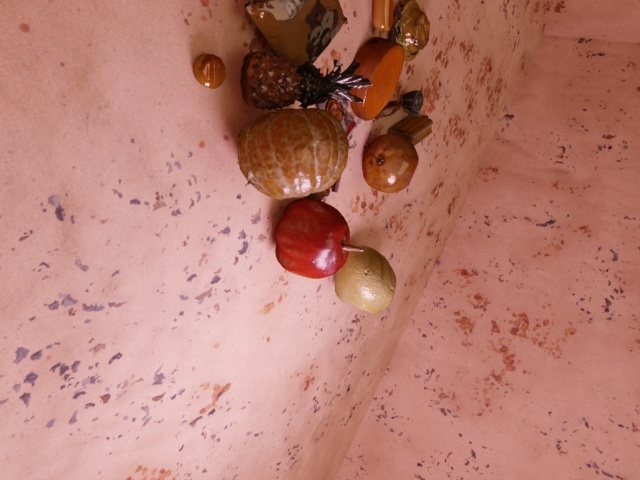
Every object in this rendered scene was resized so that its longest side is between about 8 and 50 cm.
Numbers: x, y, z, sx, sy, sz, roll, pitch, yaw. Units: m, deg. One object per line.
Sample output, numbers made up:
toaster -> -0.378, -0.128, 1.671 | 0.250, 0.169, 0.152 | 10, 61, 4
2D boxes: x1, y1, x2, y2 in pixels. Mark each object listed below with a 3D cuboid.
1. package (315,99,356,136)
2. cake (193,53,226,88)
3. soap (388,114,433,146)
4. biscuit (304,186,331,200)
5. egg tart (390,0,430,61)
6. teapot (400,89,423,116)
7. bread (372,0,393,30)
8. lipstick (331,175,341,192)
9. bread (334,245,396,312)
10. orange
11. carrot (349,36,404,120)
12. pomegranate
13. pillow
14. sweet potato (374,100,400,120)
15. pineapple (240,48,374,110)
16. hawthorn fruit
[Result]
package -> 0.066, -0.466, 1.573 | 0.154, 0.030, 0.239 | -57, 146, -18
cake -> -0.281, -0.432, 1.070 | 0.084, 0.044, 0.084 | -33, 136, -39
soap -> 0.435, -0.524, 1.979 | 0.232, 0.140, 0.073 | -39, 143, -36
biscuit -> -0.007, -0.211, 1.640 | 0.175, 0.026, 0.124 | -2, 112, -55
egg tart -> 0.374, -0.853, 1.709 | 0.241, 0.105, 0.241 | -28, 128, -43
teapot -> 0.416, -0.627, 1.930 | 0.092, 0.090, 0.124 | -32, 130, -41
bread -> 0.218, -0.872, 1.487 | 0.239, 0.073, 0.093 | 82, 28, -43
lipstick -> 0.077, -0.284, 1.719 | 0.027, 0.027, 0.177 | -8, 116, -54
bread -> 0.218, 0.180, 1.975 | 0.320, 0.320, 0.237 | -21, 146, -49
orange -> -0.077, -0.250, 1.228 | 0.329, 0.329, 0.249 | -15, 101, -52
carrot -> 0.213, -0.624, 1.643 | 0.258, 0.100, 0.307 | -6, 123, -56
pomegranate -> 0.312, -0.336, 1.841 | 0.270, 0.228, 0.252 | -14, 123, -59
pillow -> -0.051, -0.641, 1.194 | 0.310, 0.119, 0.312 | -52, 150, -7
sweet potato -> 0.289, -0.564, 1.810 | 0.206, 0.068, 0.060 | -37, 114, -30
pineapple -> -0.041, -0.440, 1.192 | 0.364, 0.165, 0.166 | -3, 117, -23
hawthorn fruit -> 0.000, 0.000, 1.510 | 0.287, 0.330, 0.287 | -45, 143, -50
